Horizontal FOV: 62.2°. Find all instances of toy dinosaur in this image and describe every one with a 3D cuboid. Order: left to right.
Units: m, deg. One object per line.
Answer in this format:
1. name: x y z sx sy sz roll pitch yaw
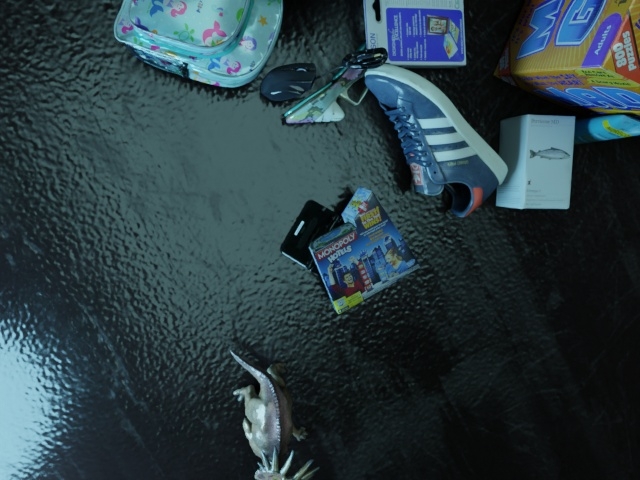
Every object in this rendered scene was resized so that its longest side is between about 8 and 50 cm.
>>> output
1. toy dinosaur: -0.087 0.343 0.978 0.127 0.200 0.296 -13 98 -9

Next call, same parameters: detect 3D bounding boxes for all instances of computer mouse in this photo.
1. computer mouse: 0.000 -0.306 0.945 0.242 0.071 0.041 -13 137 16

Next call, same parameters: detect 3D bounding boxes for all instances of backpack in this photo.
1. backpack: -0.190 -0.383 0.887 0.253 0.191 0.225 19 92 -17

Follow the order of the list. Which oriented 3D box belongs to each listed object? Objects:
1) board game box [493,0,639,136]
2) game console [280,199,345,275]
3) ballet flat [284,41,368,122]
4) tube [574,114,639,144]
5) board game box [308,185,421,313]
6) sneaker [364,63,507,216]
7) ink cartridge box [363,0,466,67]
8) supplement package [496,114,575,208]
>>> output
1. board game box: 0.596 -0.392 0.910 0.356 0.356 0.356 19 102 -12
2. game console: 0.000 0.000 1.050 0.107 0.071 0.122 30 90 17
3. ballet flat: 0.036 -0.276 0.994 0.221 0.077 0.079 -44 106 -7
4. tube: 0.549 -0.218 1.025 0.080 0.207 0.052 11 94 -10
5. board game box: 0.074 0.008 1.010 0.194 0.060 0.194 -27 113 -13
6. sneaker: 0.196 -0.174 0.994 0.350 0.131 0.148 37 88 -18
7. ink cartridge box: 0.170 -0.430 0.996 0.208 0.045 0.206 -4 94 -18
8. supplement package: 0.427 -0.155 1.062 0.105 0.105 0.179 -1 97 -10
